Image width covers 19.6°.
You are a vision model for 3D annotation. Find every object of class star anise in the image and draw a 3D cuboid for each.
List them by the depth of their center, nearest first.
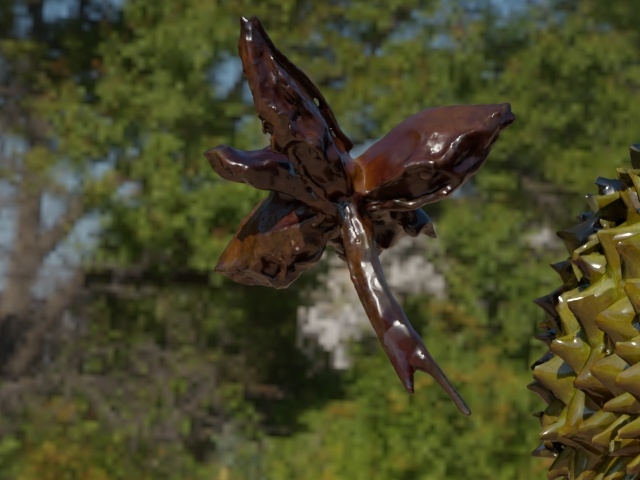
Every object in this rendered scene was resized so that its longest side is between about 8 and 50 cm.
[{"bbox_3d":[0.010,-0.001,0.868,0.140,0.158,0.144,13,40,-8],"label":"star anise"}]

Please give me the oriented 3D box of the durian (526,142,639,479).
[{"bbox_3d":[0.218,0.077,0.827,0.258,0.293,0.258,-6,26,3],"label":"durian"}]
